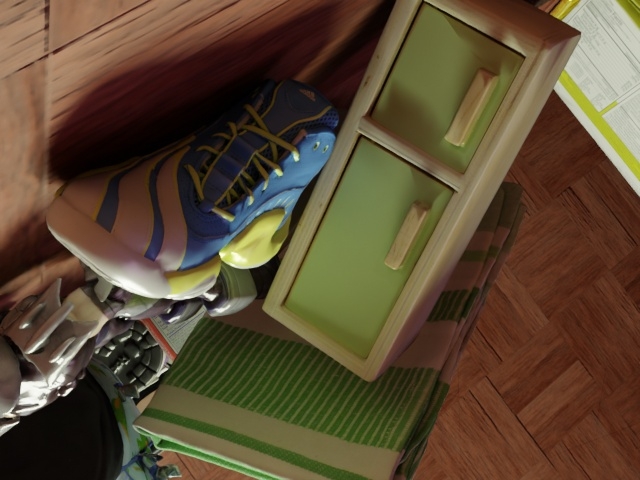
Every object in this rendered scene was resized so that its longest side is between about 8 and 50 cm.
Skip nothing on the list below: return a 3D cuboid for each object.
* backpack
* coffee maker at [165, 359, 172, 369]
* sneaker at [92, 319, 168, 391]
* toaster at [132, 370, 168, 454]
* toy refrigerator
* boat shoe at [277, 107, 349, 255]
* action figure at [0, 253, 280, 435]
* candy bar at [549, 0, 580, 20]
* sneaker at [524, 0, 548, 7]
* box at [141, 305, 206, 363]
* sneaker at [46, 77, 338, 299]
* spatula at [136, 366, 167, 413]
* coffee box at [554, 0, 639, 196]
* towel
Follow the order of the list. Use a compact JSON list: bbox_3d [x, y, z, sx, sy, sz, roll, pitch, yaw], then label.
[{"bbox_3d":[-0.274,0.231,0.878,0.290,0.273,0.355,-43,-170,-9],"label":"backpack"},{"bbox_3d":[-0.148,0.092,1.316,0.171,0.120,0.178,-63,-169,-27],"label":"coffee maker"},{"bbox_3d":[-0.273,0.182,1.188,0.283,0.107,0.124,-38,-177,20],"label":"sneaker"},{"bbox_3d":[-0.292,0.257,1.493,0.110,0.168,0.185,-36,177,37],"label":"toaster"},{"bbox_3d":[0.062,-0.041,0.657,0.094,0.102,0.269,-31,150,-58],"label":"toy refrigerator"},{"bbox_3d":[-0.043,-0.025,0.833,0.227,0.079,0.081,-40,172,5],"label":"boat shoe"},{"bbox_3d":[-0.153,0.049,0.652,0.185,0.099,0.285,-30,177,34],"label":"action figure"},{"bbox_3d":[0.314,-0.301,1.256,0.040,0.018,0.161,-32,176,-12],"label":"candy bar"},{"bbox_3d":[0.169,-0.213,0.711,0.188,0.066,0.071,-30,-168,-18],"label":"sneaker"},{"bbox_3d":[-0.042,0.030,1.011,0.300,0.154,0.142,-37,177,-12],"label":"box"},{"bbox_3d":[-0.060,-0.044,0.540,0.126,0.091,0.240,-56,172,12],"label":"sneaker"},{"bbox_3d":[-0.214,0.172,1.414,0.168,0.019,0.242,18,-141,43],"label":"spatula"},{"bbox_3d":[0.582,-0.290,1.419,0.337,0.338,0.334,-37,176,-8],"label":"coffee box"},{"bbox_3d":[0.014,0.058,0.810,0.325,0.248,0.038,-61,147,-33],"label":"towel"}]
